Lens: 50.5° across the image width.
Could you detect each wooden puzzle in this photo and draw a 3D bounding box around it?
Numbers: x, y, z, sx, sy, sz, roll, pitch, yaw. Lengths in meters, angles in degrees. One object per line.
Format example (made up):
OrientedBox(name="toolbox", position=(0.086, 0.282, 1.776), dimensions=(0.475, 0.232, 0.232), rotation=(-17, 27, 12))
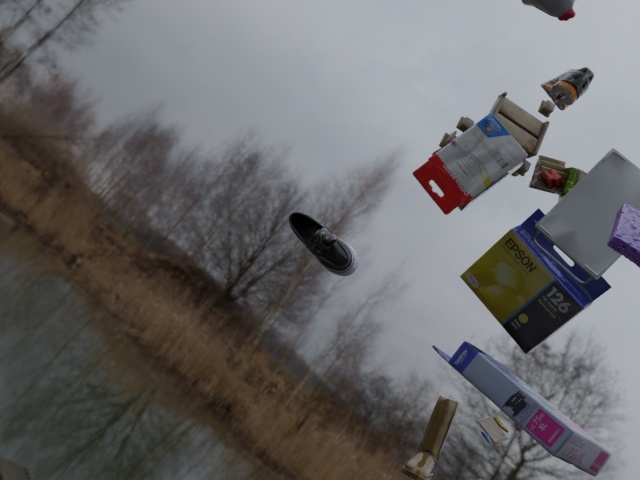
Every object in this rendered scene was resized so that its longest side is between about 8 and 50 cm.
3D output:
OrientedBox(name="wooden puzzle", position=(0.409, 0.451, 1.614), dimensions=(0.116, 0.014, 0.078), rotation=(9, 31, -44))

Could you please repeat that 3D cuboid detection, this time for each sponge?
OrientedBox(name="sponge", position=(0.637, -0.002, 1.348), dimensions=(0.117, 0.031, 0.210), rotation=(36, 34, 12))

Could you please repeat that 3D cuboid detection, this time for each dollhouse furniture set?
OrientedBox(name="dollhouse furniture set", position=(0.576, -0.374, 2.304), dimensions=(0.303, 0.356, 0.174), rotation=(31, -17, -13))

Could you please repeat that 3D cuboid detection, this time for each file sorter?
OrientedBox(name="file sorter", position=(0.701, -0.048, 1.720), dimensions=(0.193, 0.277, 0.173), rotation=(45, -4, 17))

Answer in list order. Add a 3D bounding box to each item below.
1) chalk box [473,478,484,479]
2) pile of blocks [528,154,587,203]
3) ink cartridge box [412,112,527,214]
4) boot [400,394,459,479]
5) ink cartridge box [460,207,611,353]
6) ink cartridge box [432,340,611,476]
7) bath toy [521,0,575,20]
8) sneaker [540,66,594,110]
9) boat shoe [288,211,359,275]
OrientedBox(name="chalk box", position=(0.355, 0.569, 1.241), dimensions=(0.288, 0.180, 0.179), rotation=(17, 3, -16))
OrientedBox(name="pile of blocks", position=(0.804, -0.128, 2.067), dimensions=(0.362, 0.149, 0.112), rotation=(40, 2, -2))
OrientedBox(name="ink cartridge box", position=(0.338, -0.165, 1.559), dimensions=(0.134, 0.231, 0.078), rotation=(54, -1, 13))
OrientedBox(name="boot", position=(0.352, 0.623, 2.154), dimensions=(0.089, 0.270, 0.236), rotation=(21, -7, 18))
OrientedBox(name="ink cartridge box", position=(0.612, 0.120, 1.968), dimensions=(0.072, 0.307, 0.304), rotation=(-10, 56, -52))
OrientedBox(name="ink cartridge box", position=(0.356, 0.286, 1.230), dimensions=(0.185, 0.065, 0.311), rotation=(34, 2, -42))
OrientedBox(name="bath toy", position=(0.571, -0.547, 1.406), dimensions=(0.129, 0.348, 0.151), rotation=(57, -26, 15))
OrientedBox(name="sneaker", position=(0.602, -0.373, 1.649), dimensions=(0.084, 0.083, 0.215), rotation=(46, 10, -7))
OrientedBox(name="boat shoe", position=(0.000, 0.000, 1.587), dimensions=(0.076, 0.080, 0.228), rotation=(35, 10, -48))
